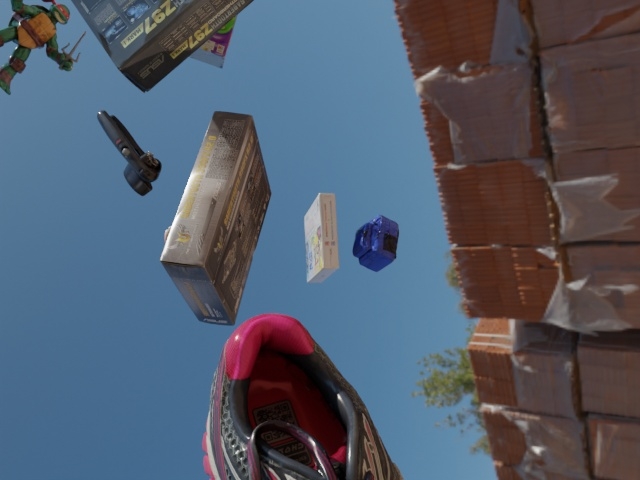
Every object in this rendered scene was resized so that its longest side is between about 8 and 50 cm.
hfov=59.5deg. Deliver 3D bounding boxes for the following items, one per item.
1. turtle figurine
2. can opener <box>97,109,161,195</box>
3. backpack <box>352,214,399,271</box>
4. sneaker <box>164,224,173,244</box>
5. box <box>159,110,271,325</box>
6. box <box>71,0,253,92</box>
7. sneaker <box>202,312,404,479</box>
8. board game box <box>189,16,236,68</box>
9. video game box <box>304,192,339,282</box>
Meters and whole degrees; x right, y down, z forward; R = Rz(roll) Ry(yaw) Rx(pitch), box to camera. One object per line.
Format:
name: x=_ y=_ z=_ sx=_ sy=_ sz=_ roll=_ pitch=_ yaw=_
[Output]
turtle figurine: x=-0.559 y=-0.403 z=1.093 sx=0.234 sy=0.118 sz=0.175 roll=-43 pitch=-55 yaw=-11
can opener: x=-0.351 y=-0.168 z=1.010 sx=0.186 sy=0.073 sz=0.059 roll=53 pitch=-179 yaw=15
backpack: x=0.137 y=-0.004 z=1.358 sx=0.101 sy=0.098 sz=0.120 roll=29 pitch=-124 yaw=-20
sneaker: x=-0.241 y=-0.006 z=1.167 sx=0.170 sy=0.075 sz=0.063 roll=-9 pitch=-69 yaw=-59
box: x=-0.129 y=-0.025 z=0.753 sx=0.183 sy=0.056 sz=0.231 roll=82 pitch=-162 yaw=-60
box: x=-0.187 y=-0.324 z=0.699 sx=0.183 sy=0.233 sz=0.059 roll=52 pitch=-176 yaw=25
sneaker: x=0.009 y=0.173 z=0.290 sx=0.121 sy=0.299 sz=0.112 roll=-18 pitch=-40 yaw=-26
board game box: x=-0.292 y=-0.636 z=1.520 sx=0.142 sy=0.144 sz=0.275 roll=16 pitch=-89 yaw=-14
video game box: x=0.000 y=0.000 z=1.414 sx=0.205 sy=0.048 sz=0.187 roll=131 pitch=140 yaw=-72
